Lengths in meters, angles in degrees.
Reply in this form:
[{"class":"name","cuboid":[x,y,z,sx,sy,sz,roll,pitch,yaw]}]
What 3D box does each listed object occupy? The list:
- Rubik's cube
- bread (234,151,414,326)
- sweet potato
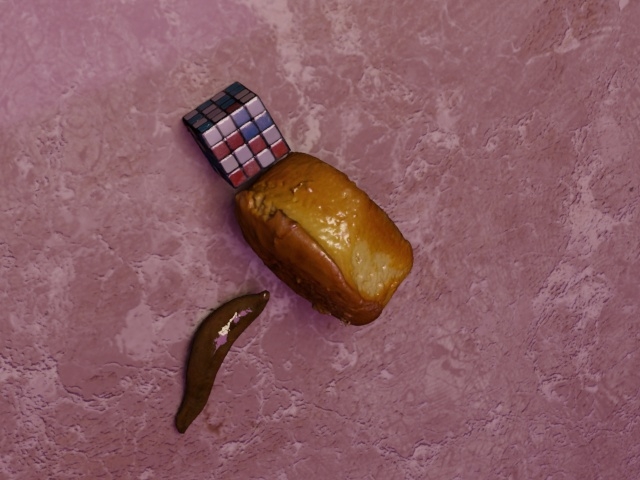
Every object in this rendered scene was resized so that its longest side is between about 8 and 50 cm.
[{"class":"Rubik's cube","cuboid":[-0.110,-0.138,1.589,0.092,0.092,0.092,-35,117,-8]},{"class":"bread","cuboid":[0.000,0.000,1.606,0.145,0.268,0.268,-50,119,-12]},{"class":"sweet potato","cuboid":[-0.155,0.162,1.700,0.069,0.059,0.249,20,104,-40]}]
